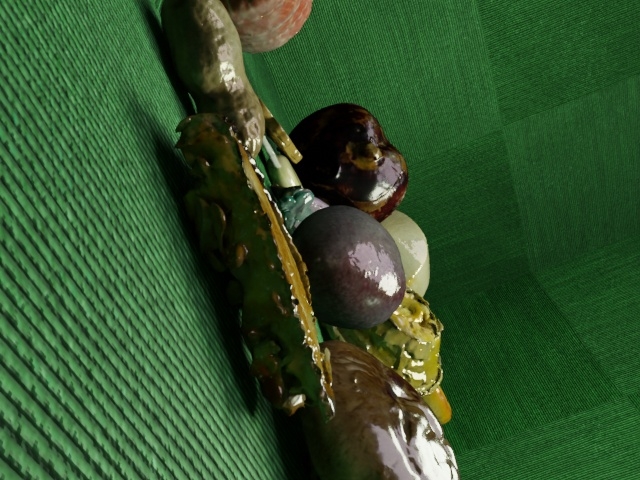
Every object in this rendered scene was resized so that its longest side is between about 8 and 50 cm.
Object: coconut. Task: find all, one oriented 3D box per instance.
[{"bbox_3d":[0.146,0.062,1.675,0.323,0.323,0.323,-21,90,-86],"label":"coconut"}]

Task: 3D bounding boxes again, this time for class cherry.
[{"bbox_3d":[0.041,0.045,1.031,0.213,0.183,0.266,55,11,24],"label":"cherry"}]

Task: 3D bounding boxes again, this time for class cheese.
[{"bbox_3d":[-0.085,-0.148,1.291,0.251,0.054,0.127,63,3,-51],"label":"cheese"}]

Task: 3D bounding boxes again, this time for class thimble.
[{"bbox_3d":[-0.131,-0.479,1.114,0.162,0.239,0.239,41,28,-74],"label":"thimble"}]

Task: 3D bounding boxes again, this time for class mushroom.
[{"bbox_3d":[0.062,0.230,0.642,0.278,0.146,0.278,61,6,-10],"label":"mushroom"}]

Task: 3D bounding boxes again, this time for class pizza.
[{"bbox_3d":[-0.052,0.036,0.619,0.251,0.074,0.287,47,23,-78],"label":"pizza"}]

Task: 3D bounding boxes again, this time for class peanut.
[{"bbox_3d":[-0.125,-0.188,0.735,0.104,0.085,0.228,-41,112,-76],"label":"peanut"}]

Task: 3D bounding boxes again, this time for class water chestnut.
[{"bbox_3d":[0.052,-0.160,1.558,0.347,0.335,0.335,100,-26,-62],"label":"water chestnut"}]

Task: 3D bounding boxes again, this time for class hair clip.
[{"bbox_3d":[0.002,-0.002,1.310,0.358,0.095,0.110,55,43,-43],"label":"hair clip"}]

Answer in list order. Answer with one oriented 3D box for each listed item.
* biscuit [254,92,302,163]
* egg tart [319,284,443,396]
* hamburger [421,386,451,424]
[{"bbox_3d":[-0.115,-0.256,1.329,0.225,0.036,0.166,55,4,30],"label":"biscuit"},{"bbox_3d":[0.140,0.167,1.244,0.315,0.120,0.315,29,27,-16],"label":"egg tart"},{"bbox_3d":[0.174,0.342,1.406,0.246,0.170,0.246,60,-6,10],"label":"hamburger"}]
